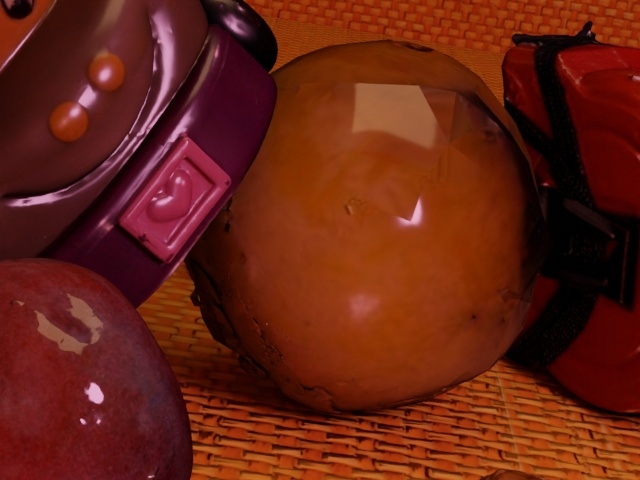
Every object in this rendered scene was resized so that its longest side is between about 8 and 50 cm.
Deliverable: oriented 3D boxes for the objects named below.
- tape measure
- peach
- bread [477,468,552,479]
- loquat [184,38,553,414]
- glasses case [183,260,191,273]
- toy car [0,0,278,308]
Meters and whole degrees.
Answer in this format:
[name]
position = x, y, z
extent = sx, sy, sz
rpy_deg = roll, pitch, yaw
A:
[tape measure]
position = 0.216, -0.011, 1.117
extent = 0.114, 0.253, 0.260
rpy_deg = -5, 14, -29
[peach]
position = -0.127, 0.089, 0.765
extent = 0.152, 0.152, 0.152
rpy_deg = 9, 14, -2
[bread]
position = 0.145, 0.155, 0.842
extent = 0.157, 0.044, 0.052
rpy_deg = 17, 10, 25
[loquat]
position = 0.027, -0.006, 1.025
extent = 0.235, 0.235, 0.235
rpy_deg = 9, 14, -2
[glasses case]
position = 0.000, 0.000, 1.306
extent = 0.205, 0.071, 0.047
rpy_deg = 5, 19, -18
[toy car]
position = -0.198, -0.088, 0.959
extent = 0.240, 0.271, 0.341
rpy_deg = 43, -14, -28
